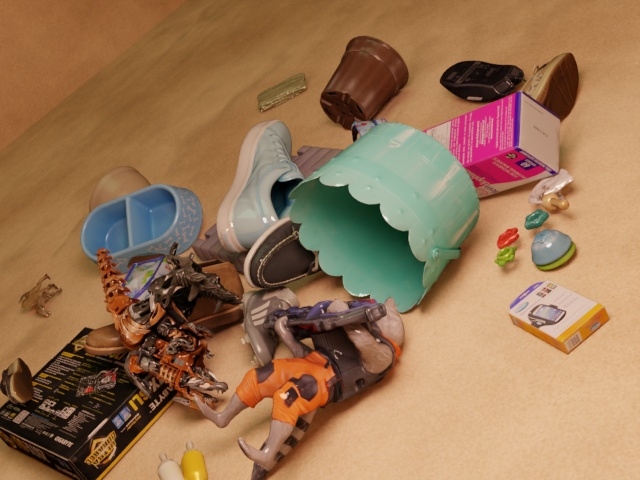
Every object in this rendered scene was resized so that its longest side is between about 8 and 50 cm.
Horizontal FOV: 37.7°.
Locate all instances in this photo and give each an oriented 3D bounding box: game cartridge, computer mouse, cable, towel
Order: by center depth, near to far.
[{"bbox_3d":[-0.175,0.388,1.277,0.139,0.072,0.287,-42,30,-11],"label":"cable"},{"bbox_3d":[0.344,-0.296,1.920,0.262,0.060,0.184,10,48,40],"label":"computer mouse"},{"bbox_3d":[-0.076,-0.067,1.937,0.355,0.068,0.230,-44,35,-23],"label":"game cartridge"},{"bbox_3d":[-0.105,-0.404,2.538,0.148,0.027,0.110,-26,28,8],"label":"towel"}]

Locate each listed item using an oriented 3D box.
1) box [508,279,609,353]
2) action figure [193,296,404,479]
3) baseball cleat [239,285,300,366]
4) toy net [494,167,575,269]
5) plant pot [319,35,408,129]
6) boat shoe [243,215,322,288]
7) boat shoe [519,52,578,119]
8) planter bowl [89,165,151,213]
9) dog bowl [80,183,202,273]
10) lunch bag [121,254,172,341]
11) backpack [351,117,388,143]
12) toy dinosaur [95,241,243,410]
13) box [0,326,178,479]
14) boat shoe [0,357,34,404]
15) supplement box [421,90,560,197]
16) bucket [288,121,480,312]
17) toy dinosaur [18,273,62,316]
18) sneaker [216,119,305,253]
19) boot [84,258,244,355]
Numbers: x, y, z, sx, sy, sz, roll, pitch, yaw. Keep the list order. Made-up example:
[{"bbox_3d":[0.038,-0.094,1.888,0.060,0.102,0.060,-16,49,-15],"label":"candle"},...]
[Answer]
[{"bbox_3d":[0.328,0.103,1.317,0.081,0.028,0.136,-37,26,-12],"label":"box"},{"bbox_3d":[-0.017,0.195,1.401,0.330,0.178,0.341,-32,8,-18],"label":"action figure"},{"bbox_3d":[-0.085,0.134,1.607,0.110,0.072,0.206,-22,32,1],"label":"baseball cleat"},{"bbox_3d":[0.353,-0.031,1.499,0.122,0.045,0.232,-25,24,36],"label":"toy net"},{"bbox_3d":[0.090,-0.353,2.148,0.167,0.167,0.165,4,50,46],"label":"plant pot"},{"bbox_3d":[0.000,0.000,1.665,0.302,0.114,0.091,-36,36,-29],"label":"boat shoe"},{"bbox_3d":[0.395,-0.252,1.743,0.089,0.104,0.285,5,44,43],"label":"boat shoe"},{"bbox_3d":[-0.454,-0.083,2.234,0.109,0.162,0.162,31,62,30],"label":"planter bowl"},{"bbox_3d":[-0.406,-0.031,2.082,0.297,0.074,0.165,-18,66,20],"label":"dog bowl"},{"bbox_3d":[-0.317,0.124,1.776,0.096,0.128,0.151,-16,31,26],"label":"lunch bag"},{"bbox_3d":[0.133,-0.159,1.765,0.117,0.173,0.158,-27,28,6],"label":"backpack"},{"bbox_3d":[-0.261,0.128,1.540,0.218,0.322,0.164,-45,3,0],"label":"toy dinosaur"},{"bbox_3d":[-0.414,0.284,1.664,0.322,0.079,0.257,5,41,47],"label":"box"},{"bbox_3d":[-0.554,0.264,1.700,0.049,0.056,0.152,-37,18,-2],"label":"boat shoe"},{"bbox_3d":[0.285,-0.153,1.603,0.220,0.111,0.113,-17,57,46],"label":"supplement box"},{"bbox_3d":[0.108,-0.041,1.509,0.183,0.281,0.281,-44,31,-27],"label":"bucket"},{"bbox_3d":[-0.660,0.124,2.177,0.092,0.053,0.183,-43,31,-20],"label":"toy dinosaur"},{"bbox_3d":[-0.082,-0.114,1.844,0.150,0.135,0.365,-8,43,22],"label":"sneaker"},{"bbox_3d":[-0.280,0.117,1.663,0.305,0.115,0.112,-19,20,-26],"label":"boot"}]
